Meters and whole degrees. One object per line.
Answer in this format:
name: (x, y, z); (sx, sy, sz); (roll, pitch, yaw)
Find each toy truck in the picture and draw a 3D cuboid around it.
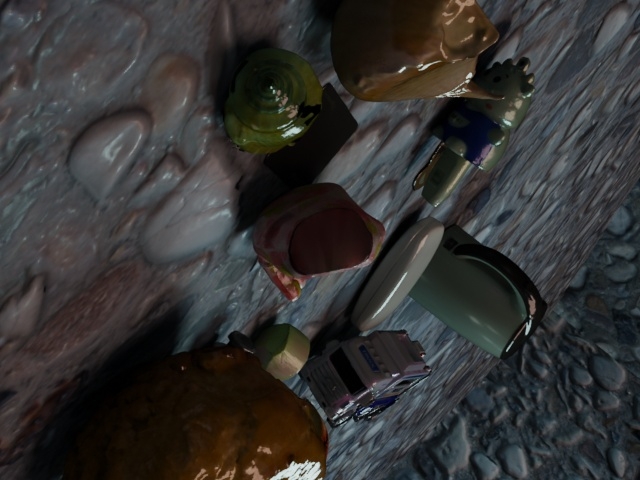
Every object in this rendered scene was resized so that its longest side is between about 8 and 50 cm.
toy truck: (0.080, 0.224, 1.803); (0.155, 0.124, 0.268); (-37, 164, 14)

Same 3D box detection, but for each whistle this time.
whistle: (0.218, -0.155, 1.486); (0.092, 0.110, 0.244); (24, 108, -38)

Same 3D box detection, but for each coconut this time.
coconut: (-0.057, 0.159, 1.485); (0.081, 0.082, 0.083); (44, 75, -39)

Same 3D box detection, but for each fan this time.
fan: (0.221, -0.142, 1.659); (0.152, 0.008, 0.226); (-57, 160, 20)

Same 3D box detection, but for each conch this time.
conch: (-0.045, -0.124, 0.973); (0.095, 0.079, 0.201); (-26, 165, -13)

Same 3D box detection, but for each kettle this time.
kettle: (0.294, 0.089, 1.918); (0.161, 0.236, 0.221); (-39, 159, -29)

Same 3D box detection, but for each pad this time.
pad: (-0.007, -0.110, 1.189); (0.112, 0.003, 0.157); (-50, 162, 1)

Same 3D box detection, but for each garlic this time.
garlic: (0.097, -0.191, 1.023); (0.245, 0.164, 0.145); (18, 94, -77)

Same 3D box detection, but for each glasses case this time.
glasses case: (0.125, 0.057, 1.739); (0.092, 0.059, 0.233); (-18, 146, -54)

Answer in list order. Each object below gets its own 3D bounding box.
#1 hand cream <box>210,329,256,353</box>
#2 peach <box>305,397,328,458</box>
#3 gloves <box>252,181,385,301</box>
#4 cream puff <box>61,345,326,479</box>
hand cream: (-0.177, 0.219, 1.375); (0.256, 0.055, 0.088); (-48, 159, 14)
peach: (-0.049, 0.379, 1.915); (0.092, 0.127, 0.172); (89, 18, -52)
gloves: (-0.008, -0.009, 1.219); (0.145, 0.126, 0.241); (-40, -164, -5)
cream puff: (-0.153, 0.273, 1.232); (0.327, 0.231, 0.343); (-57, 155, 4)
